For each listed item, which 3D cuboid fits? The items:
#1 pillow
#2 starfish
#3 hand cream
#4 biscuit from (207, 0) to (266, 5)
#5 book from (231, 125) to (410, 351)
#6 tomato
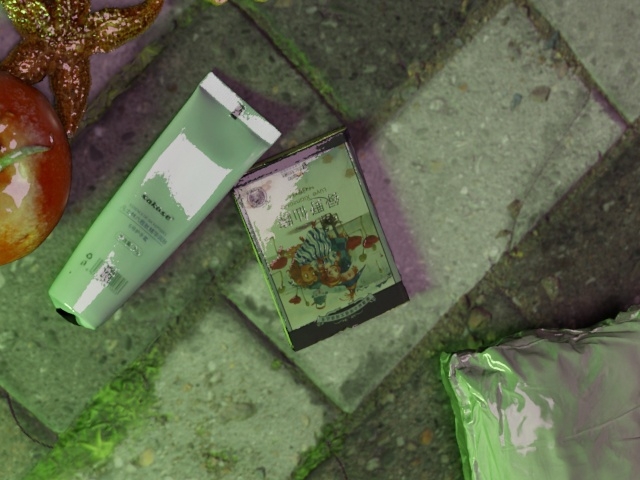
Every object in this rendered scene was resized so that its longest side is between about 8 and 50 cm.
[{"bbox_3d":[0.305,0.249,1.945,0.283,0.138,0.310,-15,103,-14],"label":"pillow"},{"bbox_3d":[-0.279,-0.231,1.707,0.240,0.043,0.227,-24,109,-14],"label":"starfish"},{"bbox_3d":[-0.184,-0.035,1.773,0.109,0.067,0.321,41,85,-11],"label":"hand cream"},{"bbox_3d":[-0.073,-0.339,1.752,0.184,0.027,0.133,-39,110,-7],"label":"biscuit"},{"bbox_3d":[0.000,0.000,1.853,0.157,0.026,0.231,-24,108,-11],"label":"book"},{"bbox_3d":[-0.382,-0.072,1.662,0.236,0.095,0.237,-2,106,-7],"label":"tomato"}]
